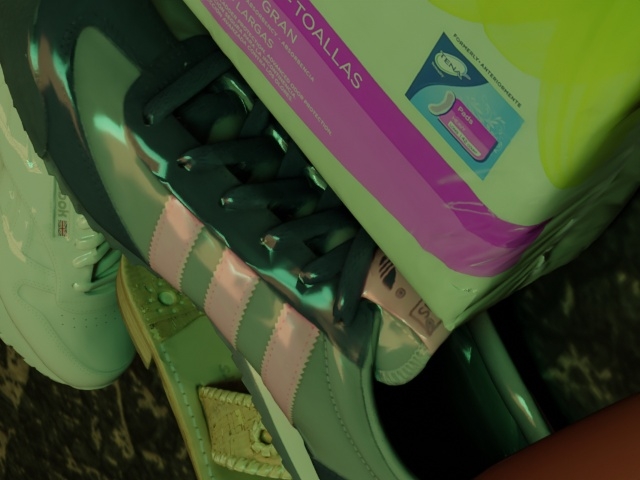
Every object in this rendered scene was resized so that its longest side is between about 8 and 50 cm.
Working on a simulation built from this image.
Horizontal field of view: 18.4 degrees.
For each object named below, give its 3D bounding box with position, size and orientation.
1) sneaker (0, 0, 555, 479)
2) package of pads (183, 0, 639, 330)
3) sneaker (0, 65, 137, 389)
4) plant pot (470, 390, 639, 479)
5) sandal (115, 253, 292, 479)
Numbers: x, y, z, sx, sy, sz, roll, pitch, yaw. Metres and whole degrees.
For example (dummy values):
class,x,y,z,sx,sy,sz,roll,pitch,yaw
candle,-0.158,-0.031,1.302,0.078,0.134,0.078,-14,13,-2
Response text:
class,x,y,z,sx,sy,sz,roll,pitch,yaw
sneaker,0.000,0.000,0.804,0.319,0.112,0.131,52,150,-18
package of pads,0.057,-0.141,0.679,0.229,0.101,0.296,52,143,15
sneaker,-0.127,-0.026,1.013,0.095,0.090,0.235,9,120,40
plant pot,0.181,0.131,0.565,0.275,0.275,0.243,55,136,13
sandal,-0.022,0.075,0.928,0.240,0.088,0.079,55,151,22
